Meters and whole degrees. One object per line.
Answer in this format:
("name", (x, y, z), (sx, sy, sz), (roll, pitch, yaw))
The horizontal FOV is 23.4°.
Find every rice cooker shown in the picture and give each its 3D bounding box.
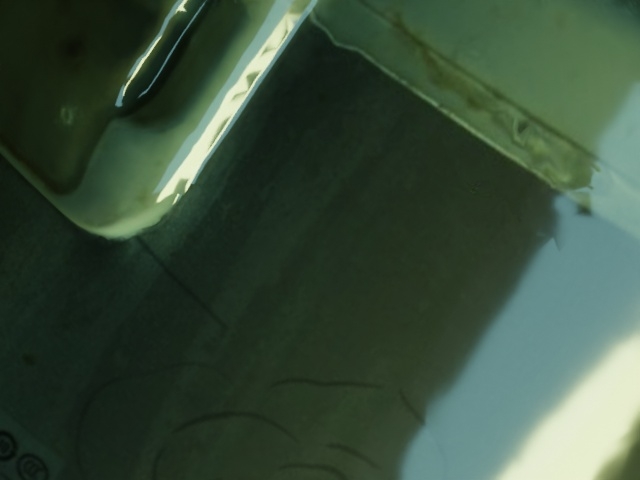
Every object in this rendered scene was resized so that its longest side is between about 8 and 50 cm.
("rice cooker", (0.001, -0.003, 0.469), (0.288, 0.288, 0.277), (16, 111, -54))
